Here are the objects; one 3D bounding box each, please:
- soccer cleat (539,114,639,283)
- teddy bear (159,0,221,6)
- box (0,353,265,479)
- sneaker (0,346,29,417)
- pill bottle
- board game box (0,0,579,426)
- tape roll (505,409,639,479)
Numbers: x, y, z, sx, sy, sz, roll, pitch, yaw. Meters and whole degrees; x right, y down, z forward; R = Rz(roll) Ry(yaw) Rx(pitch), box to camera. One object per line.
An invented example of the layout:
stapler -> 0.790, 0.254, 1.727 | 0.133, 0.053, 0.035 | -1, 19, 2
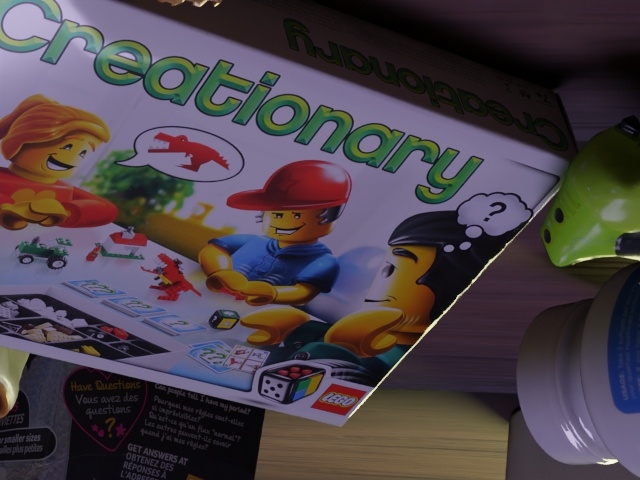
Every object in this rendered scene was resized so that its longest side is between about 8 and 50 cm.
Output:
soccer cleat -> 0.172, -0.013, 0.789 | 0.178, 0.060, 0.072 | 5, 138, -31
teddy bear -> -0.067, -0.131, 0.467 | 0.245, 0.113, 0.338 | 10, 162, -18
box -> -0.177, 0.153, 1.245 | 0.163, 0.142, 0.247 | 20, 158, -32
sneaker -> -0.207, 0.050, 0.995 | 0.105, 0.123, 0.290 | 9, 178, -2
pill bottle -> 0.214, 0.063, 0.957 | 0.124, 0.124, 0.221 | 22, 157, -41
board game box -> -0.069, -0.026, 0.757 | 0.305, 0.053, 0.193 | 16, 131, -29
tape roll -> 0.255, 0.222, 1.363 | 0.246, 0.169, 0.246 | 5, 163, 1
